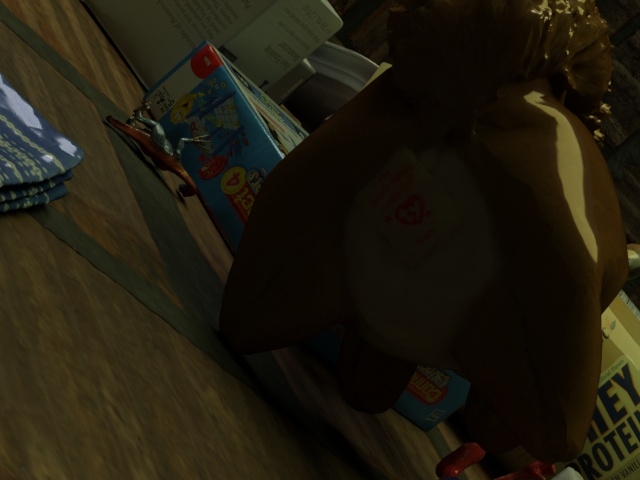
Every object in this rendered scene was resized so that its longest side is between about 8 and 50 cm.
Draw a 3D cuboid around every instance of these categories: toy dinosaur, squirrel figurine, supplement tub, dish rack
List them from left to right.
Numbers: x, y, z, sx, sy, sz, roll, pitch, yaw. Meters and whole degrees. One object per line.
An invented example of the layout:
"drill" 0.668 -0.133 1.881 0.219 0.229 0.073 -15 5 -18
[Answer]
"toy dinosaur" -0.137 -0.070 1.378 0.090 0.047 0.082 -21 78 -46
"dish rack" 0.027 -0.173 2.189 0.333 0.072 0.285 26 -13 47
"squirrel figurine" 0.147 -0.035 1.285 0.281 0.397 0.370 9 -1 25
"supplement tub" 0.271 0.163 1.784 0.316 0.228 0.228 51 9 2

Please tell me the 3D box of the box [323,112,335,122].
"box" 0.115 -0.055 1.880 0.142 0.154 0.300 54 -11 24

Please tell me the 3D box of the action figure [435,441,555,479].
"action figure" 0.150 0.210 1.277 0.091 0.139 0.280 61 11 -2

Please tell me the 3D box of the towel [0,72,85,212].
"towel" -0.252 -0.113 0.892 0.243 0.040 0.336 50 9 1

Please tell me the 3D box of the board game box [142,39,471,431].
"board game box" 0.000 0.000 1.555 0.308 0.086 0.302 40 14 -51

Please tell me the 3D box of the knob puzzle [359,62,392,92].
"knob puzzle" 0.101 -0.088 1.694 0.213 0.213 0.030 57 -24 34

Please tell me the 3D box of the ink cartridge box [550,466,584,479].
"ink cartridge box" 0.261 0.317 1.572 0.139 0.082 0.190 50 7 -7

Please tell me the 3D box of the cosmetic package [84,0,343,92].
"cosmetic package" -0.107 -0.232 1.655 0.151 0.184 0.151 53 9 19

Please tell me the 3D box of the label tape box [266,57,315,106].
"label tape box" -0.169 -0.315 1.949 0.334 0.106 0.240 40 13 -52
